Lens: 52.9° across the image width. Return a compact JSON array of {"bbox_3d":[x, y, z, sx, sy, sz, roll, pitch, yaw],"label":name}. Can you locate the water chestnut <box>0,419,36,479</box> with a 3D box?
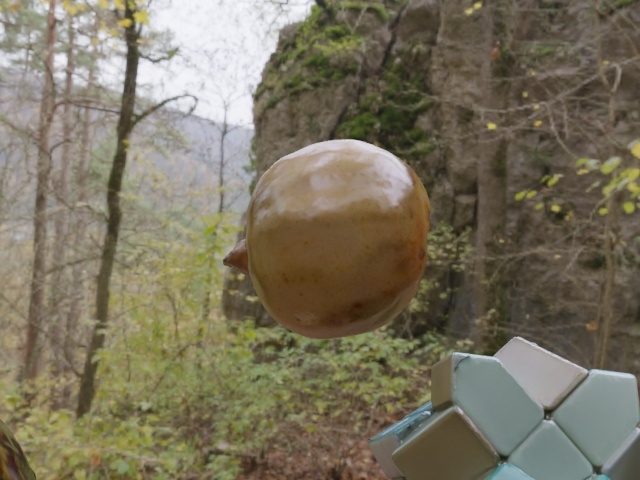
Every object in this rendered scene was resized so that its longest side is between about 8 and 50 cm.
[{"bbox_3d":[-0.253,0.199,0.262,0.299,0.300,0.300,7,2,0],"label":"water chestnut"}]

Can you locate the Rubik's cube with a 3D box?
[{"bbox_3d":[0.167,0.212,0.599,0.265,0.224,0.213,-29,-13,-18],"label":"Rubik's cube"}]

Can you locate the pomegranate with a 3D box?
[{"bbox_3d":[0.016,-0.002,0.665,0.207,0.207,0.207,7,2,0],"label":"pomegranate"}]
